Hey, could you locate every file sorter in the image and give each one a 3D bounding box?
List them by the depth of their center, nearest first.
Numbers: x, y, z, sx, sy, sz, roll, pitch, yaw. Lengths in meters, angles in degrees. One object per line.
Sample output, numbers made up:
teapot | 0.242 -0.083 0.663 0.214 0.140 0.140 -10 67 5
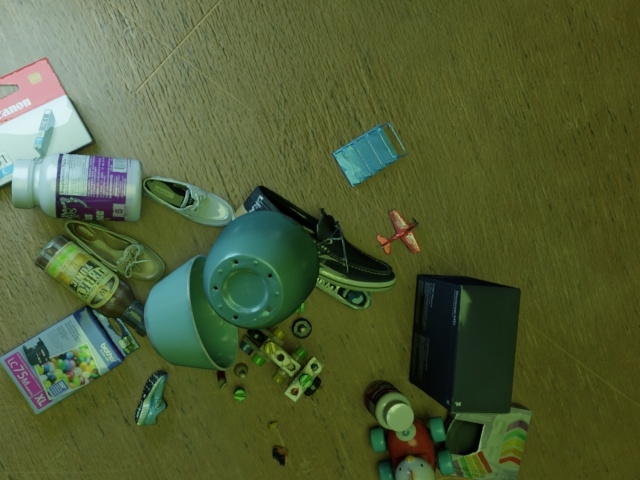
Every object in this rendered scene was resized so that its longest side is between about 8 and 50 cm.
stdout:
file sorter | 0.144 -0.251 1.745 0.170 0.104 0.118 -32 98 -8

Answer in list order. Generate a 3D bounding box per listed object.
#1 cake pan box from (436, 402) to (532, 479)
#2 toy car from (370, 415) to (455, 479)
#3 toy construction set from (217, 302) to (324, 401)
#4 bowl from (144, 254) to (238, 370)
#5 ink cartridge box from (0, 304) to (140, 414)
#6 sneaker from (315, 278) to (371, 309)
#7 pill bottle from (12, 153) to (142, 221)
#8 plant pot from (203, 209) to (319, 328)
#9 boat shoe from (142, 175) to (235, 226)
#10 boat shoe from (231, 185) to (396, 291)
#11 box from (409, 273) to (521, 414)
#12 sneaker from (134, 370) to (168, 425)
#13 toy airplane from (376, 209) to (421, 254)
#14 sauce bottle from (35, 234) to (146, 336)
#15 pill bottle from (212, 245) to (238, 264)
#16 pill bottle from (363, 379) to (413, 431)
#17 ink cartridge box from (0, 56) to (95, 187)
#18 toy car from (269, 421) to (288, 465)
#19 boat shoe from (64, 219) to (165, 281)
cake pan box | 0.505 0.617 1.875 0.267 0.070 0.245 14 88 -10
toy car | 0.264 0.640 1.713 0.219 0.238 0.210 -14 95 9
toy construction set | -0.130 0.350 1.649 0.309 0.237 0.257 -23 97 -9
bowl | -0.351 0.206 1.594 0.163 0.311 0.311 -15 96 10
ink cartridge box | -0.675 0.308 1.630 0.311 0.065 0.185 -32 97 -10
sneaker | 0.046 0.129 1.752 0.237 0.086 0.085 27 89 -10
pill bottle | -0.619 -0.136 1.548 0.302 0.169 0.169 2 92 -18
plant pot | -0.163 0.090 1.515 0.293 0.235 0.292 2 105 8
boat shoe | -0.363 -0.112 1.657 0.268 0.088 0.096 26 87 -11
boat shoe | 0.000 0.000 1.682 0.500 0.187 0.156 26 107 -6
box | 0.400 0.282 1.714 0.179 0.312 0.343 4 92 -12
sneaker | -0.462 0.443 1.687 0.073 0.063 0.162 21 93 -29
toy airplane | 0.235 -0.012 1.812 0.151 0.028 0.151 0 91 -10
sauce bottle | -0.585 0.126 1.602 0.344 0.111 0.111 37 85 -6
pill bottle | -0.229 0.068 1.689 0.094 0.094 0.169 -34 98 -8
pill bottle | 0.200 0.482 1.742 0.108 0.193 0.108 -1 93 -12
ink cartridge box | -0.794 -0.309 1.575 0.296 0.066 0.261 -29 99 -9
toy car | -0.114 0.592 1.758 0.041 0.060 0.122 -13 103 -42
boat shoe | -0.558 0.029 1.624 0.285 0.089 0.104 28 87 -11
